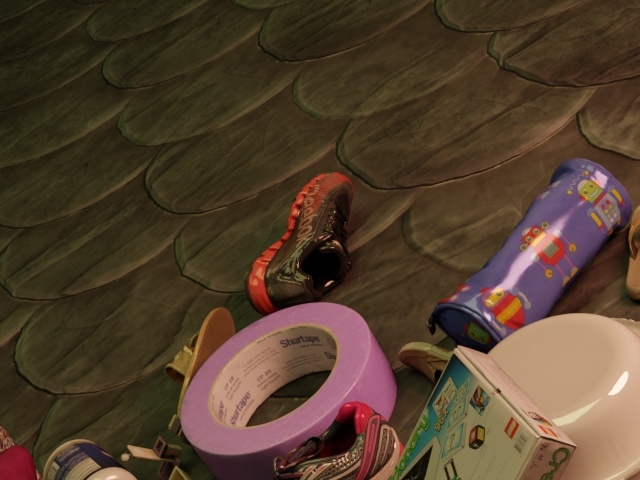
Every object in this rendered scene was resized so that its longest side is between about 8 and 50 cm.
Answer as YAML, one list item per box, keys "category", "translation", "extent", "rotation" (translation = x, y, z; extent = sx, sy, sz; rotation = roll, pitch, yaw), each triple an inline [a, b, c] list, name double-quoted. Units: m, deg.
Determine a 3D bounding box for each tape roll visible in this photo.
- category: "tape roll"
  translation: [-0.042, 0.205, 1.887]
  extent: [0.275, 0.090, 0.274]
  rotation: [-21, 32, 14]

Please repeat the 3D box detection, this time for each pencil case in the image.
- category: "pencil case"
  translation: [0.271, 0.033, 1.849]
  extent: [0.119, 0.133, 0.306]
  rotation: [39, 65, 10]

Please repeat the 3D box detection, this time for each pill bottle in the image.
- category: "pill bottle"
  translation: [-0.291, 0.332, 1.905]
  extent: [0.094, 0.094, 0.169]
  rotation: [-40, 32, -17]

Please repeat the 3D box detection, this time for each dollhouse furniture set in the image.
- category: "dollhouse furniture set"
  translation: [-0.200, 0.288, 1.876]
  extent: [0.114, 0.081, 0.091]
  rotation: [38, 107, 51]

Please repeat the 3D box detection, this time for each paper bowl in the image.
- category: "paper bowl"
  translation: [0.273, 0.191, 1.582]
  extent: [0.284, 0.148, 0.284]
  rotation: [-22, 30, 13]

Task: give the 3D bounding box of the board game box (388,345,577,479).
- category: "board game box"
  translation: [0.132, 0.285, 1.488]
  extent: [0.305, 0.053, 0.193]
  rotation: [-65, 28, 14]

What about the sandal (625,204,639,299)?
- category: "sandal"
  translation: [0.416, 0.003, 1.833]
  extent: [0.072, 0.049, 0.180]
  rotation: [-11, 35, 29]

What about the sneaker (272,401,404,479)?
- category: "sneaker"
  translation: [-0.033, 0.311, 1.699]
  extent: [0.299, 0.112, 0.121]
  rotation: [-42, 33, -19]

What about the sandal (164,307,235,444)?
- category: "sandal"
  translation: [-0.187, 0.188, 2.038]
  extent: [0.079, 0.088, 0.240]
  rotation: [-10, 40, 20]

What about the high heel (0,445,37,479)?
- category: "high heel"
  translation: [-0.349, 0.398, 1.848]
  extent: [0.181, 0.127, 0.377]
  rotation: [-11, 41, 6]

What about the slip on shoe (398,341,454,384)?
- category: "slip on shoe"
  translation: [0.150, 0.162, 1.831]
  extent: [0.135, 0.051, 0.041]
  rotation: [9, 59, 39]

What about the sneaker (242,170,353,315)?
- category: "sneaker"
  translation: [0.000, 0.000, 2.147]
  extent: [0.135, 0.097, 0.276]
  rotation: [-4, 41, 38]

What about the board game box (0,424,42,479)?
- category: "board game box"
  translation: [-0.550, 0.405, 1.973]
  extent: [0.232, 0.141, 0.291]
  rotation: [-15, 34, 25]
